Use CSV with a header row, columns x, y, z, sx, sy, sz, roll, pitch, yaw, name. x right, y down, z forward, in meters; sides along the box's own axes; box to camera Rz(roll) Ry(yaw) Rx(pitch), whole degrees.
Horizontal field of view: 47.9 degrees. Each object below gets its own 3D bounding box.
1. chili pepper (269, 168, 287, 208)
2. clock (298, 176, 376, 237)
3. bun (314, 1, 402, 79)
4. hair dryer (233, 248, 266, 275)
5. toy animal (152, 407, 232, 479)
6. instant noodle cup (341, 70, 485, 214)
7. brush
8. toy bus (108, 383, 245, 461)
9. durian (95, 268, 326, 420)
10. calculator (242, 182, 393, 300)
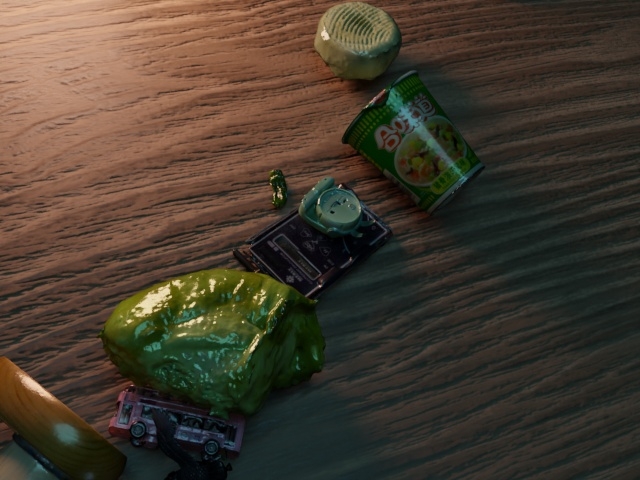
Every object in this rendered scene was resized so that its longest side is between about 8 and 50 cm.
x,y,z,sx,sy,sz,roll,pitch,yaw,name
-0.082,-0.099,1.391,0.030,0.034,0.091,-14,60,17,chili pepper
0.035,-0.052,1.341,0.135,0.041,0.101,34,54,10,clock
0.077,-0.420,1.558,0.195,0.118,0.195,7,53,-9,bun
-0.131,0.046,1.296,0.047,0.026,0.083,-34,70,-28,hair dryer
-0.181,0.338,1.047,0.107,0.062,0.220,-17,96,6,toy animal
0.189,-0.178,1.411,0.207,0.207,0.233,-37,82,-28,instant noodle cup
-0.416,0.293,1.011,0.266,0.174,0.166,35,68,17,brush
-0.219,0.284,1.116,0.203,0.063,0.090,13,58,-7,toy bus
-0.159,0.148,1.113,0.339,0.205,0.256,18,20,3,durian
0.000,0.000,1.337,0.165,0.028,0.274,44,54,13,calculator
